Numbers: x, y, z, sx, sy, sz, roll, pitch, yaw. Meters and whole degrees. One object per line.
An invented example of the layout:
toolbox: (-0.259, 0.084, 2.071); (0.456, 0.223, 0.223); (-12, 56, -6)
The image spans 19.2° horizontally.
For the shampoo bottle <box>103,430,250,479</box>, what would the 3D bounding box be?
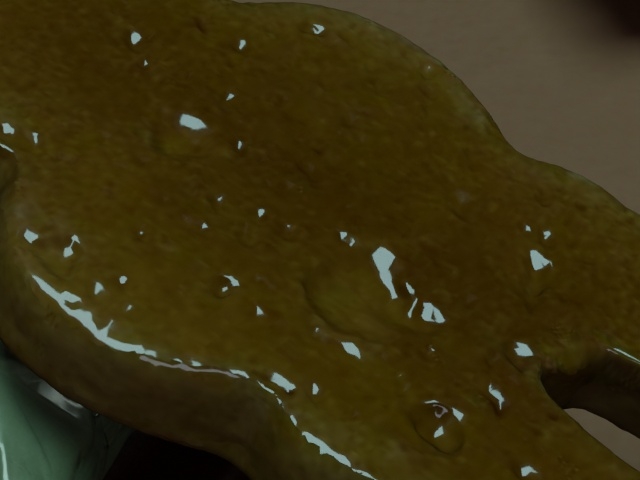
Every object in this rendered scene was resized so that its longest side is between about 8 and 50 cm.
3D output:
shampoo bottle: (-0.059, 0.069, 0.611); (0.102, 0.064, 0.260); (16, 42, 23)

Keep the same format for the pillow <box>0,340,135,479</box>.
pillow: (-0.151, 0.000, 0.625); (0.280, 0.076, 0.274); (1, 37, 25)

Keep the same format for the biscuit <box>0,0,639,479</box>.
biscuit: (-0.001, 0.003, 0.537); (0.295, 0.044, 0.186); (36, 41, 15)
